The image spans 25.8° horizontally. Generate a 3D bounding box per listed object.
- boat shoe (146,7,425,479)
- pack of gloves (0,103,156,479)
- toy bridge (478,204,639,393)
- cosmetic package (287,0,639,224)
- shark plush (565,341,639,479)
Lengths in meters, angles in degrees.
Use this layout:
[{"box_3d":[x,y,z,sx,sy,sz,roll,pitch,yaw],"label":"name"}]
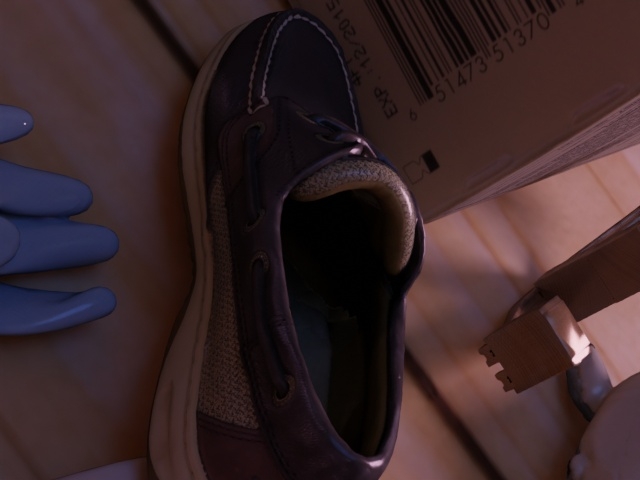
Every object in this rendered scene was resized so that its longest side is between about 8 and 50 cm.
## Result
[{"box_3d":[-0.001,0.000,0.451,0.080,0.073,0.223,38,38,-31],"label":"boat shoe"},{"box_3d":[-0.129,0.045,0.343,0.232,0.046,0.195,8,58,-53],"label":"pack of gloves"},{"box_3d":[0.116,0.013,0.574,0.026,0.063,0.188,56,41,1],"label":"toy bridge"},{"box_3d":[0.143,-0.119,0.626,0.296,0.153,0.129,-18,78,-50],"label":"cosmetic package"},{"box_3d":[0.132,0.104,0.540,0.161,0.073,0.067,-70,146,-49],"label":"shark plush"}]
